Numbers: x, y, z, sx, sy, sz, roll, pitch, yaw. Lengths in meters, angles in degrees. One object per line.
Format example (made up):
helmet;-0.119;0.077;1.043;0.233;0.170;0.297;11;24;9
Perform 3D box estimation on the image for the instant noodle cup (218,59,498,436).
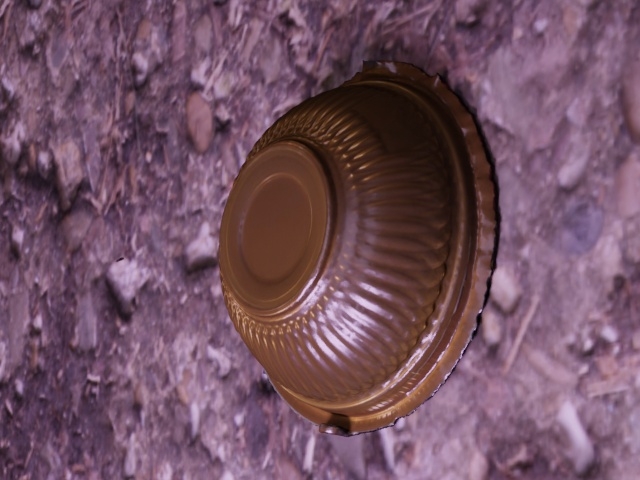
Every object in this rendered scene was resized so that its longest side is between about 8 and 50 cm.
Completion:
instant noodle cup;0.000;0.000;1.295;0.274;0.090;0.274;-15;70;47
